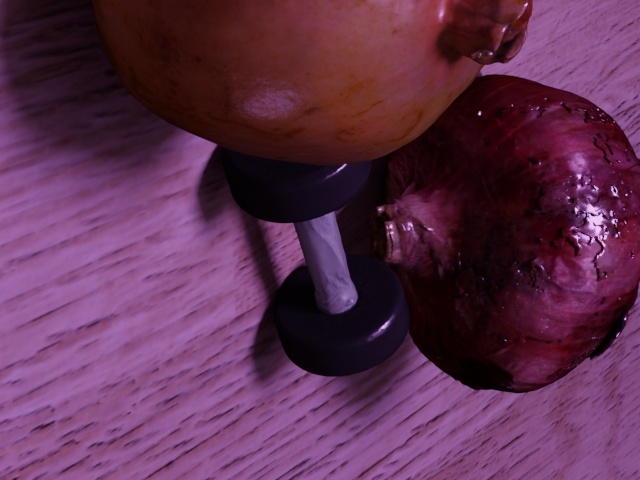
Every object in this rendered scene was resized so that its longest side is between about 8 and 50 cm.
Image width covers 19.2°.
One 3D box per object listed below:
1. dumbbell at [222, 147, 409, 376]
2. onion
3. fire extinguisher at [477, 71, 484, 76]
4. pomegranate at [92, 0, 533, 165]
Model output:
[{"bbox_3d":[0.000,0.000,1.327,0.100,0.100,0.191,-56,144,-36],"label":"dumbbell"},{"bbox_3d":[0.129,-0.010,1.451,0.219,0.252,0.252,0,102,-29],"label":"onion"},{"bbox_3d":[0.189,-0.048,1.673,0.105,0.105,0.269,-68,150,-20],"label":"fire extinguisher"},{"bbox_3d":[0.003,-0.155,1.095,0.252,0.270,0.229,38,70,-64],"label":"pomegranate"}]
